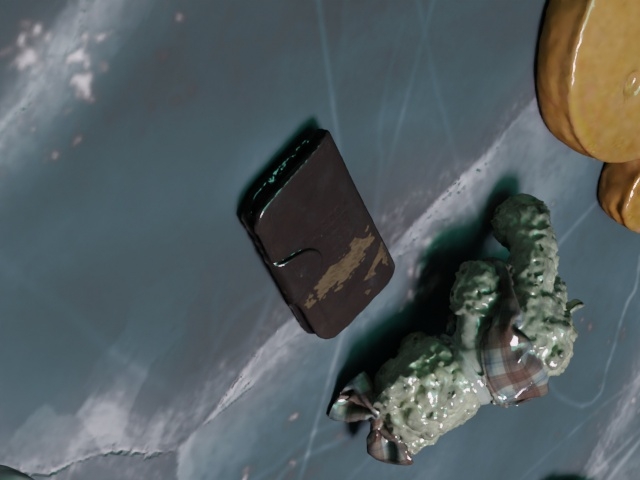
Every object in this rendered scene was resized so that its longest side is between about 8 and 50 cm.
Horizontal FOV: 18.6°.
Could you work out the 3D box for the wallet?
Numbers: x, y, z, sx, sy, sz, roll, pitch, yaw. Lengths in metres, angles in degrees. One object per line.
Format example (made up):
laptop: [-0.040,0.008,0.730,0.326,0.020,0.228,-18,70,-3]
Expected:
wallet: [0.000,0.000,1.256,0.082,0.018,0.156,-47,142,-17]

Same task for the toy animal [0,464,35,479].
toy animal: [-0.247,0.163,0.975,0.282,0.138,0.140,24,86,-55]

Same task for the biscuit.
biscuit: [0.281,-0.140,1.462,0.355,0.052,0.275,27,92,-54]

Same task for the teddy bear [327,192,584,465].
teddy bear: [0.118,0.081,1.370,0.213,0.111,0.133,-45,137,-21]
